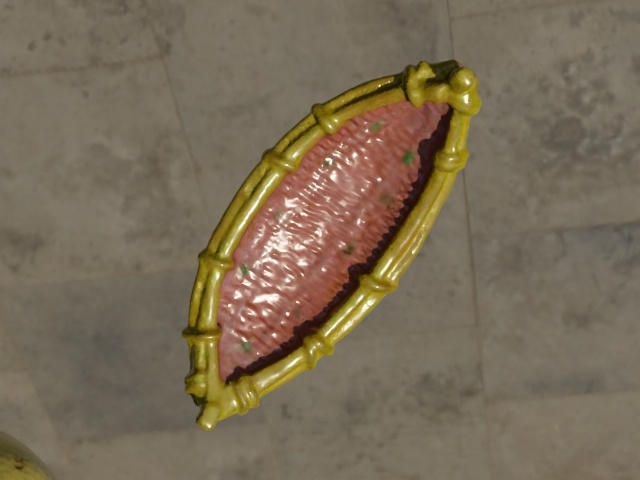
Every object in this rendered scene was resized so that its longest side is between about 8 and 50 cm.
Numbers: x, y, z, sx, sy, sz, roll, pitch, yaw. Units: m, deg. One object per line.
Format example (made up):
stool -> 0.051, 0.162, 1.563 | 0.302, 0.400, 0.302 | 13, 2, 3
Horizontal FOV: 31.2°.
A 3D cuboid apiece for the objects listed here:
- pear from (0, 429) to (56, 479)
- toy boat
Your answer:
pear -> -0.377, 0.318, 1.086 | 0.309, 0.309, 0.309 | 1, 132, 1
toy boat -> 0.001, -0.003, 0.837 | 0.141, 0.099, 0.318 | 35, 100, -9
